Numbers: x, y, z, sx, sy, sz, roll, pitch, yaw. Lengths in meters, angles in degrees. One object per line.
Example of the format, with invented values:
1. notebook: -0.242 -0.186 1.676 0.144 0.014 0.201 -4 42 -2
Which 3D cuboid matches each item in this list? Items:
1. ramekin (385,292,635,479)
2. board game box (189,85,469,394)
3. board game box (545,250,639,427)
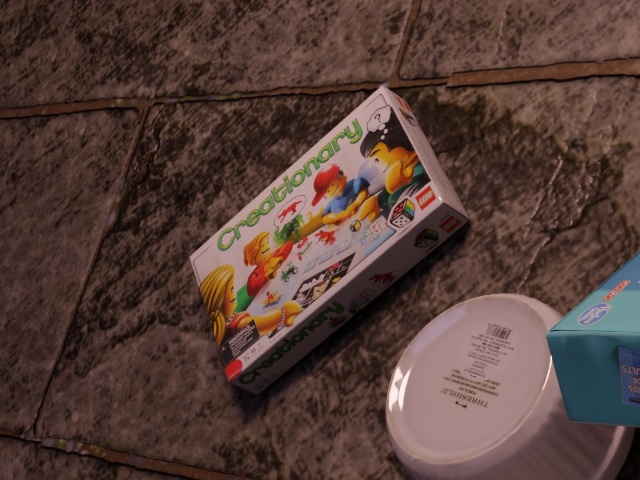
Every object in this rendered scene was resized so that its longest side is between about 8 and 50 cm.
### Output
1. ramekin: 0.152 0.143 1.175 0.207 0.109 0.207 -27 40 25
2. board game box: 0.000 0.000 1.469 0.305 0.053 0.193 -41 44 18
3. board game box: 0.370 0.047 0.965 0.336 0.079 0.254 -2 22 43
